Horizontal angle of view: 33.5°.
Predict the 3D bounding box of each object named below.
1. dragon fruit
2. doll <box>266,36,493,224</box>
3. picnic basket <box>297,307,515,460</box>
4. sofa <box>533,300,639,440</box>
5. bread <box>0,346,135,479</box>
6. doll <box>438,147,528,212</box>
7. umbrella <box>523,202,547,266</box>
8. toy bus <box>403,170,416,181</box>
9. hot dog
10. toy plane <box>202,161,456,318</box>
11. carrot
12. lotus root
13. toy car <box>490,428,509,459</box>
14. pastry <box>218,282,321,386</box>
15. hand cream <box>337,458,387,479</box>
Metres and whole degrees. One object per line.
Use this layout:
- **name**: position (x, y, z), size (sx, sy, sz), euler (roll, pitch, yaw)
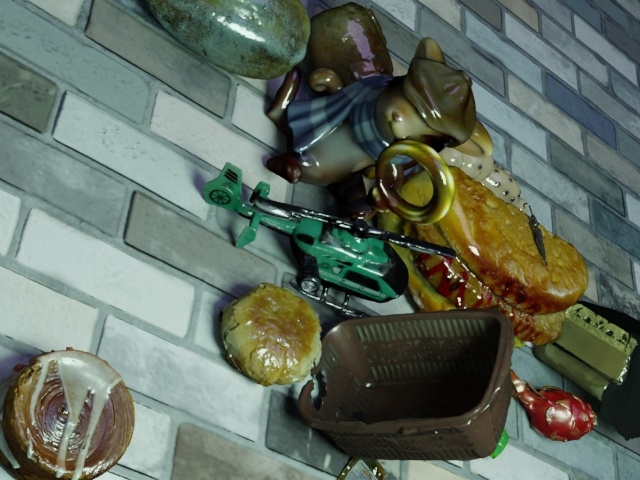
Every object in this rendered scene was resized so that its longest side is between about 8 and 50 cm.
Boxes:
- **dragon fruit**: position (0.380, 0.285, 1.831), size (0.190, 0.094, 0.094), euler (27, 43, 3)
- **doll**: position (0.076, -0.158, 1.622), size (0.209, 0.340, 0.317), euler (-9, 82, -55)
- **picnic basket**: position (0.132, 0.213, 1.467), size (0.129, 0.297, 0.222), euler (64, 34, -33)
- **sofa**: position (0.529, 0.234, 1.940), size (0.258, 0.182, 0.200), euler (15, 15, -39)
- **bread**: position (-0.291, 0.202, 1.203), size (0.160, 0.073, 0.160), euler (21, 52, -30)
- **doll**: position (0.293, -0.112, 1.973), size (0.278, 0.119, 0.154), euler (49, 41, -25)
- **umbrella**: position (0.359, -0.010, 1.754), size (0.022, 0.013, 0.122), euler (3, 59, -32)
- **toy bus**: position (0.192, -0.078, 1.902), size (0.110, 0.031, 0.043), euler (38, 37, -21)
- **hot dog**: position (0.275, 0.060, 1.777), size (0.405, 0.185, 0.223), euler (30, 46, -28)
- **toy plane**: position (0.000, 0.000, 1.571), size (0.382, 0.155, 0.106), euler (24, 49, -11)
- **carrot**: position (0.069, -0.256, 1.819), size (0.139, 0.139, 0.301), euler (-13, 85, -48)
- **lotus root**: position (-0.163, -0.355, 1.625), size (0.322, 0.158, 0.140), euler (22, 26, -28)
- **toy car**: position (0.250, 0.271, 1.709), size (0.165, 0.062, 0.071), euler (56, 39, -2)
- **pastry**: position (-0.068, 0.130, 1.465), size (0.153, 0.081, 0.153), euler (25, 49, -32)
- **hand cream**: position (0.046, 0.357, 1.474), size (0.062, 0.039, 0.163), euler (49, 35, -7)
